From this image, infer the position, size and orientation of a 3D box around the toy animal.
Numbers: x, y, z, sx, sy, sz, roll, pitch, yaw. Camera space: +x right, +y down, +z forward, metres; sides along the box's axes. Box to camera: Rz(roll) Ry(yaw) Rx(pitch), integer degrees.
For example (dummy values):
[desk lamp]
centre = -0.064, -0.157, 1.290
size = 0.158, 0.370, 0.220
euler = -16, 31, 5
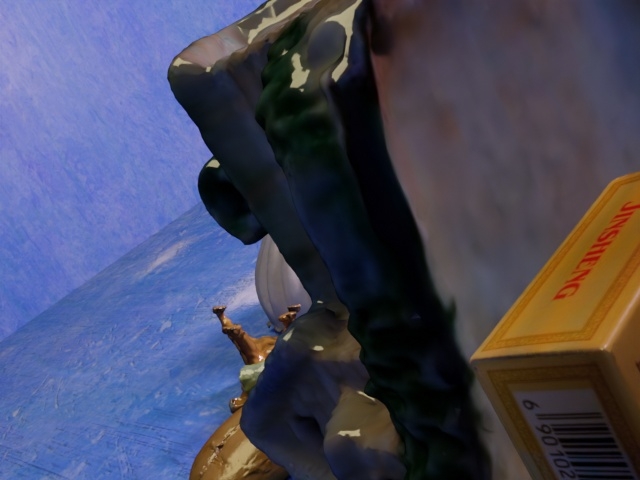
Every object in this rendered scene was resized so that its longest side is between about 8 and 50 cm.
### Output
[toy animal]
centre = -0.080, 0.147, 1.274
size = 0.114, 0.116, 0.255
euler = -8, 7, -9

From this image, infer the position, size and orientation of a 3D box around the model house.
[model house]
centre = 0.071, 0.008, 0.753
size = 0.395, 0.445, 0.400
euler = -41, 21, -31

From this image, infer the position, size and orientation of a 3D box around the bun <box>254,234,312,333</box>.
[bun]
centre = 0.000, 0.000, 1.419
size = 0.263, 0.175, 0.263
euler = -26, 15, 7

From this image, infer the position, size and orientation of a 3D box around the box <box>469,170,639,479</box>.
[box]
centre = 0.200, 0.116, 0.477
size = 0.076, 0.274, 0.174
euler = -13, 22, 48

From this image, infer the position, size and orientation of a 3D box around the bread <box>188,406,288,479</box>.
[bread]
centre = -0.070, 0.222, 1.019
size = 0.189, 0.077, 0.114
euler = -41, 15, -30

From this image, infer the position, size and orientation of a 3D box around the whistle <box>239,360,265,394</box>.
[whistle]
centre = 0.007, 0.148, 1.081
size = 0.198, 0.057, 0.104
euler = -14, -3, 7
